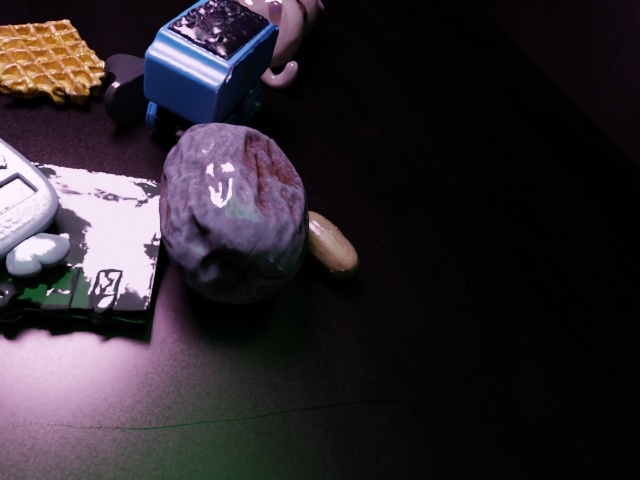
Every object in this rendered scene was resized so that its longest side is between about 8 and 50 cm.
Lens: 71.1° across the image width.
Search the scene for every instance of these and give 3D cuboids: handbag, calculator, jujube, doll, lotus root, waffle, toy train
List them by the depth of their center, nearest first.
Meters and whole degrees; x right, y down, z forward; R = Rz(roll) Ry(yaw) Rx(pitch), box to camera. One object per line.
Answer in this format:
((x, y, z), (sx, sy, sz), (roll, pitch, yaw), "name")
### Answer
((-0.473, -0.060, 0.596), (0.295, 0.042, 0.184), (43, 49, -6), "calculator")
((-0.374, 0.006, 0.694), (0.247, 0.079, 0.260), (9, 52, -18), "handbag")
((-0.148, -0.055, 0.748), (0.246, 0.215, 0.308), (29, 35, -32), "jujube")
((0.001, -0.001, 0.863), (0.077, 0.090, 0.183), (-43, 75, -13), "lotus root")
((-0.558, -0.345, 0.898), (0.219, 0.057, 0.229), (46, 50, 14), "waffle")
((-0.217, -0.327, 0.902), (0.188, 0.265, 0.300), (27, 49, -3), "toy train")
((-0.124, -0.601, 1.197), (0.215, 0.226, 0.370), (-2, 51, 18), "doll")

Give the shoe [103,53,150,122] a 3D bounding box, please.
((-0.398, -0.333, 0.933), (0.093, 0.108, 0.241), (25, 41, -5), "shoe")
